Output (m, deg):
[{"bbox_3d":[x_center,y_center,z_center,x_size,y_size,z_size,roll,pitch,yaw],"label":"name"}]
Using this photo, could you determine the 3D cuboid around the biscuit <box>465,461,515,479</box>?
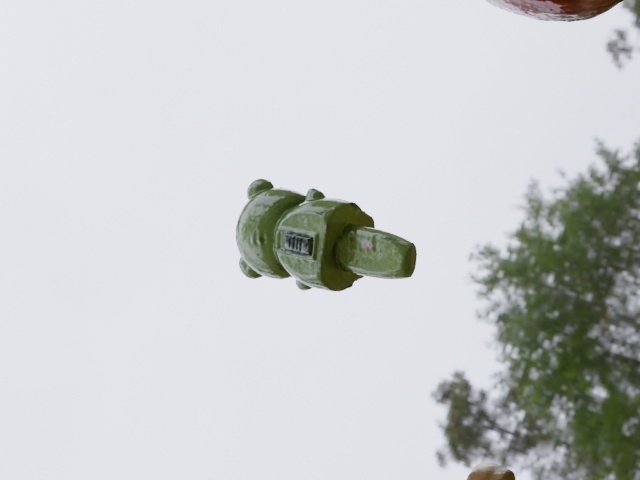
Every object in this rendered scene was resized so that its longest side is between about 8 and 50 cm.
[{"bbox_3d":[0.133,0.386,1.145,0.275,0.052,0.355,74,-146,-54],"label":"biscuit"}]

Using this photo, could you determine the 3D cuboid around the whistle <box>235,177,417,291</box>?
[{"bbox_3d":[0.000,0.000,1.184,0.085,0.227,0.105,-3,-80,-52],"label":"whistle"}]

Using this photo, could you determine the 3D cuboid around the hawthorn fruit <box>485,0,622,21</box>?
[{"bbox_3d":[0.204,-0.326,1.016,0.284,0.284,0.284,-22,-60,-44],"label":"hawthorn fruit"}]
